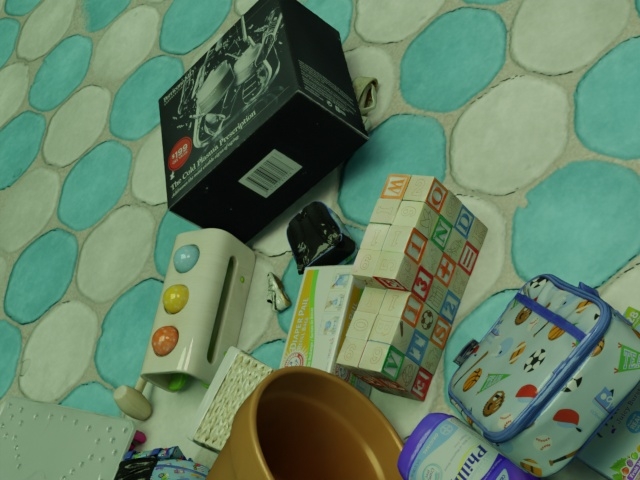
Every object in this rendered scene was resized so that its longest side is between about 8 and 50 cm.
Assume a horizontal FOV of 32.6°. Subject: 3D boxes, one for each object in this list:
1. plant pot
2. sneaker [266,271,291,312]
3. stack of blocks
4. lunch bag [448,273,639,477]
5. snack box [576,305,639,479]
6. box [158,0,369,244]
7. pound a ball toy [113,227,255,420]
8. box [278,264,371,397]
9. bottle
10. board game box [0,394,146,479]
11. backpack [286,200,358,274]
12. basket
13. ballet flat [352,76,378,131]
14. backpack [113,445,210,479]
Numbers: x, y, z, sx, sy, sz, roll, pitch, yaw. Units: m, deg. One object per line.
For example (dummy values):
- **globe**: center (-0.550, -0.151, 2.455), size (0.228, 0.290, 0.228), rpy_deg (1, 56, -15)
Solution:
- **plant pot**: center (-0.034, 0.351, 1.539), size (0.203, 0.291, 0.290), rpy_deg (-46, 41, 32)
- **sneaker**: center (-0.082, 0.090, 1.901), size (0.037, 0.032, 0.083), rpy_deg (-39, 45, 13)
- **stack of blocks**: center (0.130, 0.070, 1.641), size (0.087, 0.171, 0.297), rpy_deg (7, 69, 42)
- **lunch bag**: center (0.288, 0.159, 1.416), size (0.243, 0.115, 0.303), rpy_deg (-52, 11, 3)
- **snack box**: center (0.414, 0.212, 1.387), size (0.207, 0.070, 0.174), rpy_deg (-54, 42, -4)
- **box**: center (-0.116, -0.222, 1.980), size (0.343, 0.179, 0.312), rpy_deg (-39, 40, 26)
- **pound a ball toy**: center (-0.260, 0.147, 1.937), size (0.208, 0.136, 0.319), rpy_deg (-8, 58, 36)
- **box**: center (0.023, 0.153, 1.716), size (0.103, 0.114, 0.203), rpy_deg (-4, 62, 38)
- **bottle**: center (0.229, 0.334, 1.443), size (0.283, 0.092, 0.118), rpy_deg (29, 85, 46)
- **board game box**: center (-0.519, 0.493, 1.985), size (0.390, 0.050, 0.389), rpy_deg (2, 64, 41)
- **backpack**: center (0.000, 0.000, 1.854), size (0.105, 0.084, 0.114), rpy_deg (-38, 50, 13)
- **basket**: center (-0.116, 0.273, 1.753), size (0.103, 0.113, 0.167), rpy_deg (15, 74, 42)
- **ballet flat**: center (0.070, -0.228, 1.968), size (0.052, 0.057, 0.168), rpy_deg (-2, 62, 27)
- **backpack**: center (-0.227, 0.404, 1.734), size (0.173, 0.158, 0.117), rpy_deg (-12, 37, 18)
